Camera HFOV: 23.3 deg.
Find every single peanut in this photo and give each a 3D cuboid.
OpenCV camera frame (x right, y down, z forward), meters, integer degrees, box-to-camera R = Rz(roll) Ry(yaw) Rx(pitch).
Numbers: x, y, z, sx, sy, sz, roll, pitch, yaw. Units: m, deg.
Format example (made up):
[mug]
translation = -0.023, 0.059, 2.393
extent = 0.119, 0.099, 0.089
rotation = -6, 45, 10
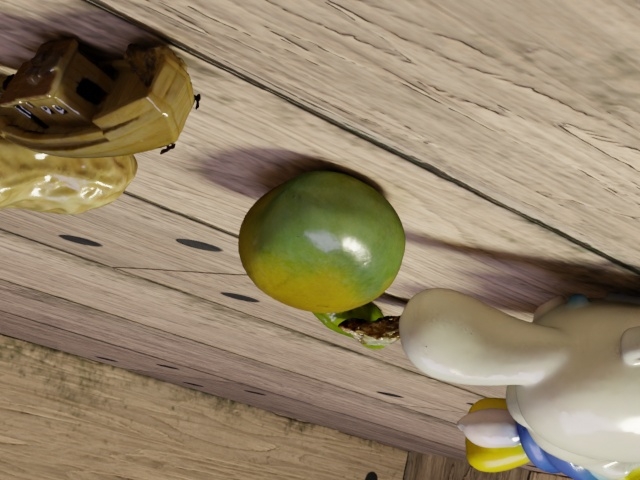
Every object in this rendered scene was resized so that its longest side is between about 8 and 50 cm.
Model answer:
[peanut]
translation = -0.218, -0.059, 1.068
extent = 0.194, 0.083, 0.093
rotation = 1, -177, -23

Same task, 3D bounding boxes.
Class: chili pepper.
[chili pepper]
translation = 0.033, 0.082, 1.682
extent = 0.052, 0.050, 0.201
rotation = -33, 153, 13

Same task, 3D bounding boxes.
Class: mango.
[mango]
translation = 0.000, 0.000, 1.180
extent = 0.130, 0.092, 0.195
rotation = 13, 161, 7

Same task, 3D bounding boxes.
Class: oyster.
[oyster]
translation = 0.091, 0.092, 1.631
extent = 0.132, 0.029, 0.086
rotation = 4, 167, -37

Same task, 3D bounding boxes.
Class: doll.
[doll]
translation = 0.271, 0.132, 1.379
extent = 0.376, 0.187, 0.365
rotation = 22, 161, 13

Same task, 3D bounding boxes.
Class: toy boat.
[toy boat]
translation = -0.152, -0.088, 0.950
extent = 0.206, 0.064, 0.072
rotation = 1, 150, 48
